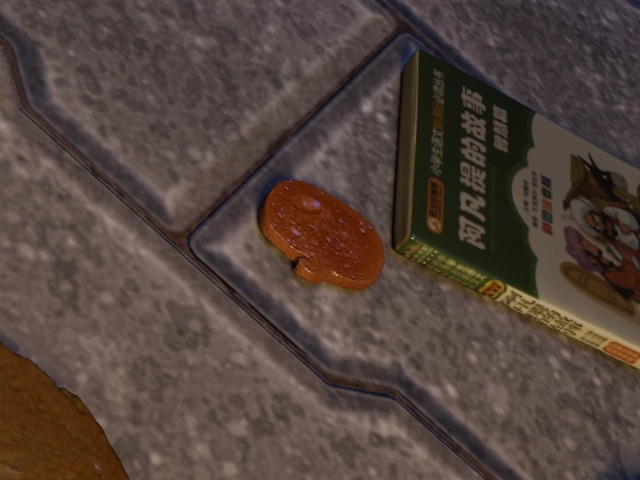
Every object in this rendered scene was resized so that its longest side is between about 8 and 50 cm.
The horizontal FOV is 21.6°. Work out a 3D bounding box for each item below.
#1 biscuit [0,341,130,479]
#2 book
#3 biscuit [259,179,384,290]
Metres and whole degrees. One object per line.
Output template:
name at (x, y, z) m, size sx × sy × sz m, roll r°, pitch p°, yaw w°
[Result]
biscuit at (-0.173, 0.122, 0.789) m, size 0.226 × 0.042 × 0.226 m, roll 33°, pitch 29°, yaw -21°
book at (0.171, -0.014, 1.228) m, size 0.264 × 0.027 × 0.202 m, roll 26°, pitch 42°, yaw -19°
biscuit at (0.000, 0.000, 1.084) m, size 0.091 × 0.015 × 0.078 m, roll 34°, pitch 41°, yaw -9°
